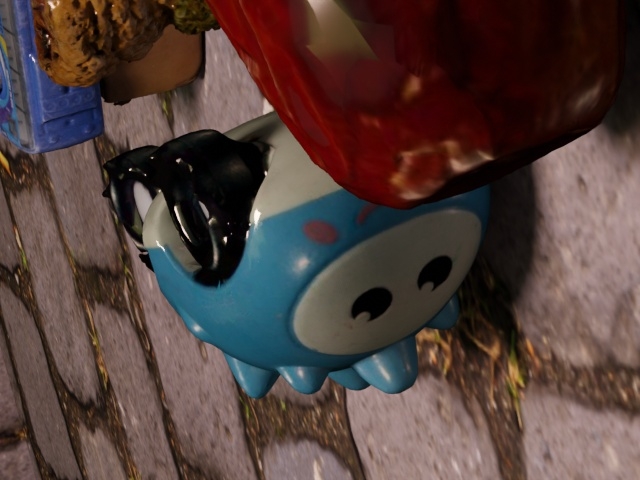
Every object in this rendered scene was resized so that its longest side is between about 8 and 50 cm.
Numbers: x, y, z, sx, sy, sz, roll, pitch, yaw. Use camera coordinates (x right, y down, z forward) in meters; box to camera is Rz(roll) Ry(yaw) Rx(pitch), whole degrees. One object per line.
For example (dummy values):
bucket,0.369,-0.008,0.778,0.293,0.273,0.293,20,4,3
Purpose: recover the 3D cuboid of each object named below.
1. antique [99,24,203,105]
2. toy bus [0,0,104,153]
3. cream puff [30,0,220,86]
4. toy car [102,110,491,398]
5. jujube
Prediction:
antique,-0.145,-0.251,1.502,0.310,0.087,0.093,91,157,-43
toy bus,-0.219,-0.177,1.516,0.094,0.079,0.236,-131,31,-54
cream puff,-0.111,-0.196,1.356,0.183,0.169,0.183,178,90,-84
toy car,0.000,0.000,1.150,0.190,0.188,0.255,67,159,-5
jujube,0.021,-0.177,0.917,0.318,0.223,0.223,68,161,5
